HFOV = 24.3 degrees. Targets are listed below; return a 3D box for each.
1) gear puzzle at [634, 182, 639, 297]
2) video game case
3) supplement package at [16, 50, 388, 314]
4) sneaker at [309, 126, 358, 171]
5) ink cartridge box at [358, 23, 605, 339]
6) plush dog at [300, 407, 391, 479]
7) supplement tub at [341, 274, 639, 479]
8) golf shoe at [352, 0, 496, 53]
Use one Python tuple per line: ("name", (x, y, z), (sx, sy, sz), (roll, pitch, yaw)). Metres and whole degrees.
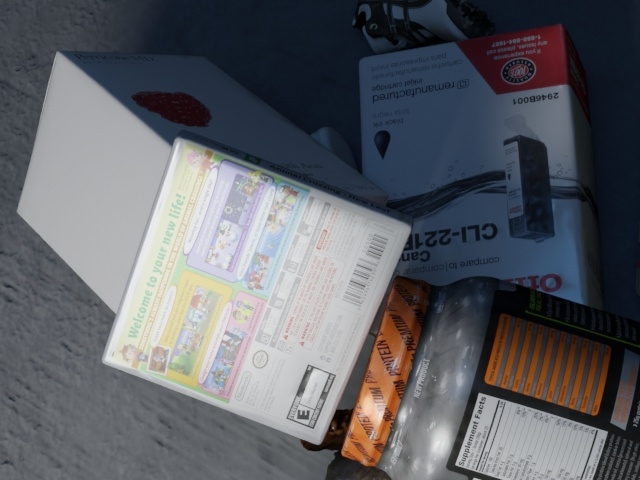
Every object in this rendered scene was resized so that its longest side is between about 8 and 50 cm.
("gear puzzle", (0.445, -0.019, 1.278), (0.339, 0.044, 0.175), (1, 70, 17))
("video game case", (-0.053, 0.040, 1.177), (0.193, 0.023, 0.212), (21, 114, -1))
("supplement package", (-0.115, -0.034, 1.343), (0.293, 0.177, 0.175), (39, 121, 39))
("sneaker", (0.000, 0.000, 1.419), (0.094, 0.080, 0.212), (-25, 57, 23))
("ink cartridge box", (0.145, -0.037, 1.348), (0.197, 0.114, 0.272), (-8, 70, 18))
("plush dog", (0.047, 0.266, 1.263), (0.262, 0.210, 0.225), (38, 71, 0))
("supplement tub", (0.187, 0.144, 1.174), (0.316, 0.193, 0.193), (18, 77, 3))
("golf shoe", (0.096, -0.208, 1.433), (0.094, 0.077, 0.198), (-55, 31, 6))
